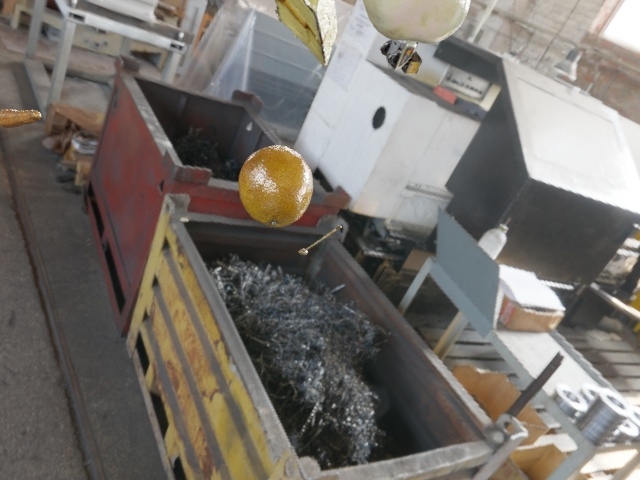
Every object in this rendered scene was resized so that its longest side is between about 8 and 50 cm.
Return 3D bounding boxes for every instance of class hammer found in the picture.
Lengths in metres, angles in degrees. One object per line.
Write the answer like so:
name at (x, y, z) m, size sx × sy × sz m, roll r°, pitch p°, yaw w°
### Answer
hammer at (0.000, 0.000, 1.201) m, size 0.029 × 0.123 × 0.014 m, roll 2°, pitch 60°, yaw -55°

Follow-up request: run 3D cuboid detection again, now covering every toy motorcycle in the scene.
toy motorcycle at (0.297, -0.676, 1.786) m, size 0.157 × 0.263 × 0.090 m, roll -10°, pitch 58°, yaw -23°

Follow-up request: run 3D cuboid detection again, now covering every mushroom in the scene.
mushroom at (0.236, -0.616, 1.323) m, size 0.260 × 0.254 × 0.234 m, roll 35°, pitch 43°, yaw -38°

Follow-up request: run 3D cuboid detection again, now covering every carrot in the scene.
carrot at (-0.926, -0.382, 1.672) m, size 0.210 × 0.061 × 0.061 m, roll 6°, pitch 11°, yaw 35°

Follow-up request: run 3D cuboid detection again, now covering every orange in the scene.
orange at (-0.146, -0.171, 1.758) m, size 0.265 × 0.264 × 0.264 m, roll 21°, pitch 25°, yaw -11°

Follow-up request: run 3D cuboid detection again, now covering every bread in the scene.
bread at (-0.060, -0.585, 1.412) m, size 0.178 × 0.135 × 0.240 m, roll 14°, pitch -12°, yaw 10°
